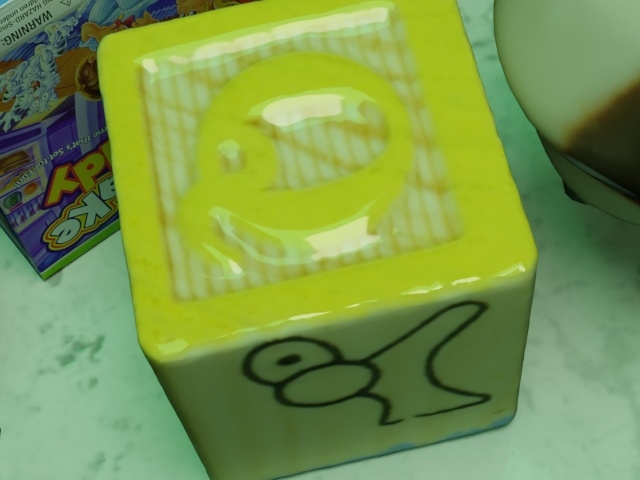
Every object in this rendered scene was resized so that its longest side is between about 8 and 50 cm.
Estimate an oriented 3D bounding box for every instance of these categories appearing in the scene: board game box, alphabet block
[{"bbox_3d":[-0.072,-0.153,0.770,0.347,0.233,0.078,-36,65,-14],"label":"board game box"},{"bbox_3d":[0.000,0.000,0.702,0.192,0.197,0.193,-14,61,-3],"label":"alphabet block"}]

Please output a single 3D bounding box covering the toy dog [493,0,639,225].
[{"bbox_3d":[0.278,-0.142,0.656,0.408,0.395,0.284,-27,71,-19],"label":"toy dog"}]
